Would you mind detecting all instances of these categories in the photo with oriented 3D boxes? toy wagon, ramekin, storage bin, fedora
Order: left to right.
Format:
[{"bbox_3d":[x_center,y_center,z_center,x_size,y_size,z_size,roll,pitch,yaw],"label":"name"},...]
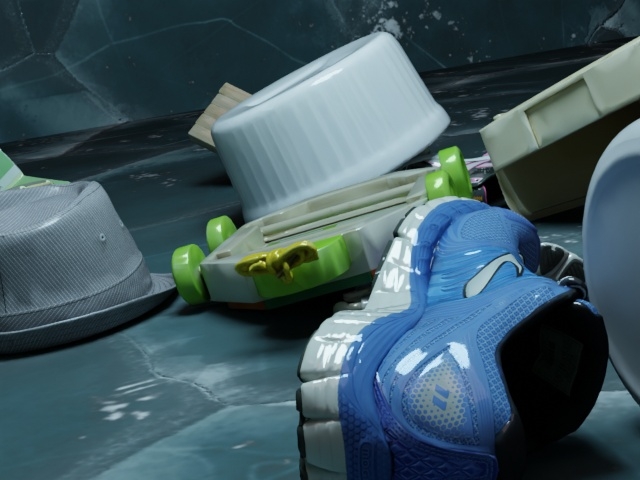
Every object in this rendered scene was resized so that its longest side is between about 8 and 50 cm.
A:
[{"bbox_3d":[-0.263,0.012,1.152,0.243,0.124,0.275,-3,13,18],"label":"fedora"},{"bbox_3d":[0.000,0.000,1.102,0.267,0.068,0.344,-16,11,15],"label":"toy wagon"},{"bbox_3d":[0.003,-0.137,1.442,0.277,0.135,0.277,-28,12,7],"label":"ramekin"},{"bbox_3d":[0.344,-0.132,1.234,0.260,0.123,0.262,-17,-6,-33],"label":"storage bin"}]

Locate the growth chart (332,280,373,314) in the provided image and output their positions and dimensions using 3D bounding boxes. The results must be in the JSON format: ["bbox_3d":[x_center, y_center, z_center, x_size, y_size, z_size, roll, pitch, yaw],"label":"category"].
[{"bbox_3d":[0.100,0.023,1.116,0.171,0.021,0.237,-6,12,4],"label":"growth chart"}]

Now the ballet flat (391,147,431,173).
[{"bbox_3d":[0.104,-0.087,1.492,0.074,0.074,0.203,-2,16,25],"label":"ballet flat"}]

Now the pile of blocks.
[{"bbox_3d":[-0.007,-0.137,1.793,0.362,0.149,0.113,4,-29,10],"label":"pile of blocks"}]

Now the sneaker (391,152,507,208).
[{"bbox_3d":[0.160,-0.061,1.364,0.178,0.072,0.077,-14,23,-2],"label":"sneaker"}]

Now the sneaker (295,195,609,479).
[{"bbox_3d":[0.101,0.067,0.726,0.147,0.130,0.330,5,23,18],"label":"sneaker"}]

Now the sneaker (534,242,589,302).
[{"bbox_3d":[0.132,0.032,0.955,0.169,0.068,0.071,-3,7,24],"label":"sneaker"}]

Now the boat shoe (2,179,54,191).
[{"bbox_3d":[-0.383,0.003,1.261,0.305,0.091,0.109,-17,-21,-47],"label":"boat shoe"}]

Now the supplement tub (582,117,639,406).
[{"bbox_3d":[0.306,0.001,0.680,0.272,0.191,0.191,-12,13,-17],"label":"supplement tub"}]

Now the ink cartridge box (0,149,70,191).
[{"bbox_3d":[-0.426,-0.035,1.456,0.235,0.056,0.171,6,51,51],"label":"ink cartridge box"}]
